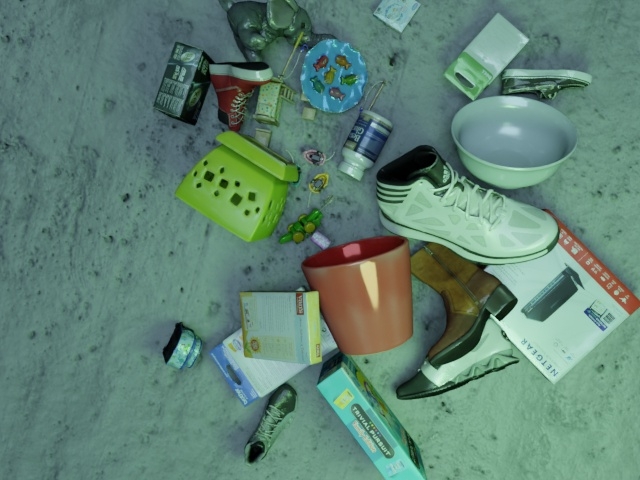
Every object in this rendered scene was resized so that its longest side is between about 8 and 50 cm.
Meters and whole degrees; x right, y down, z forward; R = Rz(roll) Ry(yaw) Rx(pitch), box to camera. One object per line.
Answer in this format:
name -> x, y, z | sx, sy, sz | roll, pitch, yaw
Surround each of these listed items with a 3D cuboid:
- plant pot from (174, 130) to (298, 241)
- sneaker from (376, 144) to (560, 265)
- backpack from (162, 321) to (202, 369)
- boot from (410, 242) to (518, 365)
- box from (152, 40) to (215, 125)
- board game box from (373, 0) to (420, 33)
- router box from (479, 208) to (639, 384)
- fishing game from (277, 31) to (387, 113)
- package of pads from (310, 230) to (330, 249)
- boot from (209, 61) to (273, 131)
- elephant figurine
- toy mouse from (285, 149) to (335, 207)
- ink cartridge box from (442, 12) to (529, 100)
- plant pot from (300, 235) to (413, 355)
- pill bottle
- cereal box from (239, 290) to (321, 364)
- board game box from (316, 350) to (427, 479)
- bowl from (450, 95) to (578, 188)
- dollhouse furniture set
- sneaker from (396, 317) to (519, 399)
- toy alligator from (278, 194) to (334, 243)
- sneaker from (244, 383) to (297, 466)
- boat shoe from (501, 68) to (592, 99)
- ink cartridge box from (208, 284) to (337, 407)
plant pot -> -0.190, -0.144, 1.614 | 0.228, 0.227, 0.207 | 33, 98, 5
sneaker -> 0.331, -0.083, 1.511 | 0.448, 0.257, 0.169 | 12, 67, 21
backpack -> -0.363, 0.287, 1.703 | 0.084, 0.114, 0.104 | 26, 91, -16
boot -> 0.296, 0.137, 1.593 | 0.264, 0.096, 0.280 | -47, 55, 5
box -> -0.349, -0.404, 1.672 | 0.078, 0.147, 0.180 | 20, 92, 4
board game box -> 0.200, -0.605, 1.690 | 0.090, 0.020, 0.090 | 35, 93, 3
router box -> 0.579, 0.141, 1.644 | 0.301, 0.082, 0.335 | -45, 88, 4
fishing game -> 0.040, -0.423, 1.655 | 0.264, 0.041, 0.189 | 30, 91, -18
package of pads -> 0.000, 0.000, 1.685 | 0.050, 0.083, 0.032 | 41, 89, -1
boot -> -0.192, -0.359, 1.626 | 0.089, 0.244, 0.176 | -18, 113, -33
elephant figurine -> -0.105, -0.565, 1.664 | 0.240, 0.186, 0.169 | -27, 55, -6
toy mouse -> -0.037, -0.193, 1.710 | 0.143, 0.031, 0.161 | 39, 93, 2
ink cartridge box -> 0.421, -0.465, 1.655 | 0.109, 0.062, 0.209 | 42, 94, 3
plant pot -> 0.111, 0.139, 1.607 | 0.275, 0.275, 0.243 | -14, 100, 4
pill bottle -> 0.111, -0.244, 1.666 | 0.094, 0.094, 0.169 | 27, 93, 3
cereal box -> -0.101, 0.210, 1.591 | 0.240, 0.047, 0.172 | -3, 90, 41
board game box -> 0.127, 0.444, 1.600 | 0.079, 0.254, 0.336 | -37, 89, 4
bowl -> 0.466, -0.222, 1.592 | 0.298, 0.134, 0.297 | -1, 47, 1
dollhouse furniture set -> -0.088, -0.318, 1.676 | 0.161, 0.101, 0.181 | 11, 92, 4
sneaker -> 0.328, 0.305, 1.647 | 0.331, 0.122, 0.146 | -29, 67, 21
toy alligator -> -0.026, -0.044, 1.706 | 0.190, 0.056, 0.051 | -40, 130, 3
sneaker -> -0.132, 0.493, 1.680 | 0.086, 0.132, 0.228 | 27, 93, 3
boat shoe -> 0.574, -0.394, 1.642 | 0.220, 0.078, 0.070 | 4, 91, 12
ink cartridge box -> -0.120, 0.280, 1.711 | 0.311, 0.065, 0.185 | -35, 88, 2
